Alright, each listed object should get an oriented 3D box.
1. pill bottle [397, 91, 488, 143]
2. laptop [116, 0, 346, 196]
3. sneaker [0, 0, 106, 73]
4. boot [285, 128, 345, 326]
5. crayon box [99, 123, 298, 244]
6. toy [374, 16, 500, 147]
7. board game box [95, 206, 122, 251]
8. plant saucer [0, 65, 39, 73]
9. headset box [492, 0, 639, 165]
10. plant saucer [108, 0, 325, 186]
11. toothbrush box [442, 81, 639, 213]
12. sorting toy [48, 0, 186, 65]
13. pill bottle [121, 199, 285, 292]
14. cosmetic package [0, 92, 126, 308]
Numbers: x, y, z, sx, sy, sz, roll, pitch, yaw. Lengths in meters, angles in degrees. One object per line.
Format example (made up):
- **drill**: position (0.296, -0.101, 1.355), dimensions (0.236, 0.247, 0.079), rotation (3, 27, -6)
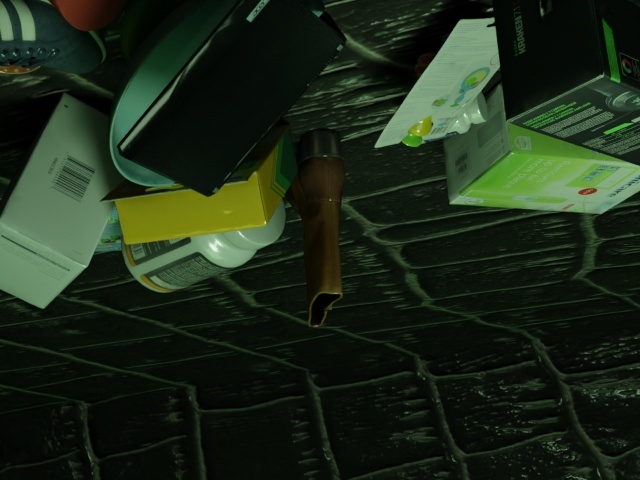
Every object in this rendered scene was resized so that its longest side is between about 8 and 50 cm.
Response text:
- **pill bottle**: position (0.177, -0.182, 1.587), dimensions (0.120, 0.067, 0.067), rotation (-12, 159, 24)
- **laptop**: position (-0.097, -0.180, 1.210), dimensions (0.136, 0.264, 0.234), rotation (39, 102, -19)
- **sneaker**: position (-0.395, -0.223, 1.234), dimensions (0.131, 0.148, 0.350), rotation (-19, 156, 39)
- **boot**: position (0.000, 0.000, 1.755), dimensions (0.096, 0.281, 0.264), rotation (2, 160, -16)
- **crayon box**: position (-0.159, -0.077, 1.541), dimensions (0.203, 0.083, 0.323), rotation (-7, -163, 11)
- **toy**: position (0.164, -0.222, 1.452), dimensions (0.136, 0.056, 0.237), rotation (-12, 148, -37)
- **board game box**: position (-0.422, -0.028, 1.970), dimensions (0.160, 0.039, 0.211), rotation (-3, 162, -4)
- **plant saucer**: position (-0.396, -0.238, 1.399), dimensions (0.083, 0.013, 0.083), rotation (-4, 161, -1)
- **headset box**: position (0.314, -0.233, 1.190), dimensions (0.283, 0.246, 0.131), rotation (12, 156, -36)
- **plant saucer**: position (-0.128, -0.196, 1.307), dimensions (0.317, 0.044, 0.318), rotation (-37, 158, -18)
- **toothbrush box**: position (0.359, -0.135, 1.678), dimensions (0.283, 0.122, 0.206), rotation (2, 161, -21)
- **sorting toy**: position (-0.236, -0.265, 1.268), dimensions (0.126, 0.127, 0.365), rotation (21, 174, 25)
- **pill bottle**: position (-0.198, -0.018, 1.848), dimensions (0.162, 0.162, 0.278), rotation (14, 155, -42)
- **cosmetic package**: position (-0.383, -0.051, 1.579), dimensions (0.138, 0.224, 0.224), rotation (29, 150, -19)
